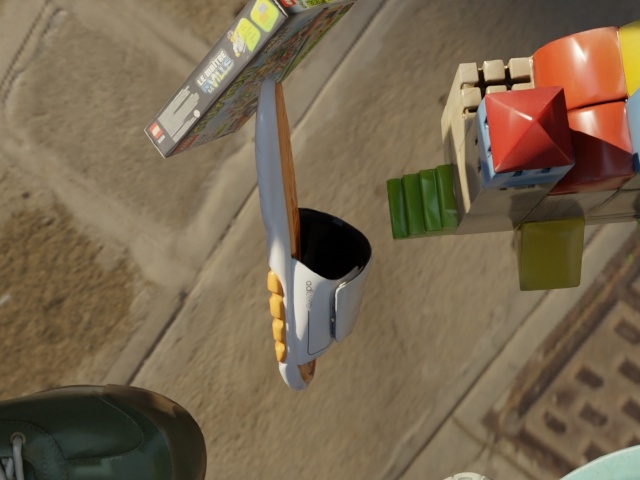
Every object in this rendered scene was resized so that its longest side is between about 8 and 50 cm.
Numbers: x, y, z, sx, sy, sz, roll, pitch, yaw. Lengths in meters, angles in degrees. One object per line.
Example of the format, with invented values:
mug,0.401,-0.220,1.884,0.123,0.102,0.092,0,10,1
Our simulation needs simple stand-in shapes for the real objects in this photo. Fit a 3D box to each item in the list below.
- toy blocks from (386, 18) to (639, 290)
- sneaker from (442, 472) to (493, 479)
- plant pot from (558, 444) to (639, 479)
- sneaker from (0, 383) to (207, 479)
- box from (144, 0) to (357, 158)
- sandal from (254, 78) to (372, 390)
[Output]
toy blocks,0.239,-0.081,0.728,0.381,0.261,0.191,-5,81,0
sneaker,0.113,0.323,1.103,0.297,0.129,0.111,-31,52,43
plant pot,0.173,0.208,0.434,0.271,0.272,0.255,-22,139,15
sneaker,-0.142,0.092,0.372,0.192,0.086,0.064,-7,91,18
box,-0.065,-0.159,0.984,0.036,0.114,0.207,53,130,6
sandal,0.000,0.006,0.795,0.076,0.102,0.265,-3,127,3
